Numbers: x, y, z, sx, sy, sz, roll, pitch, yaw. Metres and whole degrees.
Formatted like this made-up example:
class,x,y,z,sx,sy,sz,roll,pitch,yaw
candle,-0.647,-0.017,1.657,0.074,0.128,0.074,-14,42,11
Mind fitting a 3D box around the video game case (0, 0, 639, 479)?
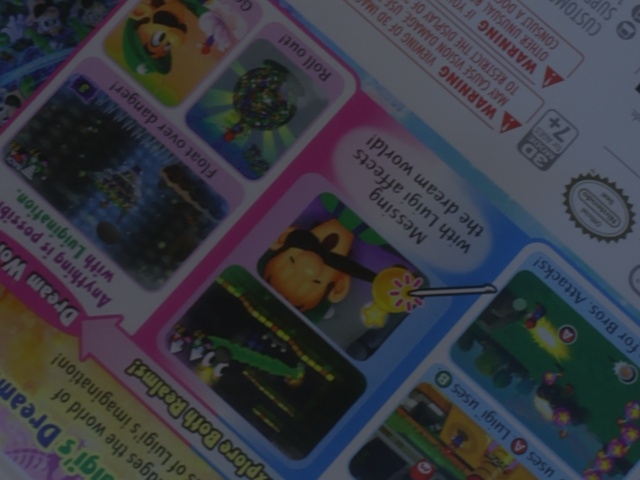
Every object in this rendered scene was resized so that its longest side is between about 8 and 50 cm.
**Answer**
class,x,y,z,sx,sy,sz,roll,pitch,yaw
video game case,0.000,-0.007,0.328,0.143,0.157,0.019,-48,175,-8
